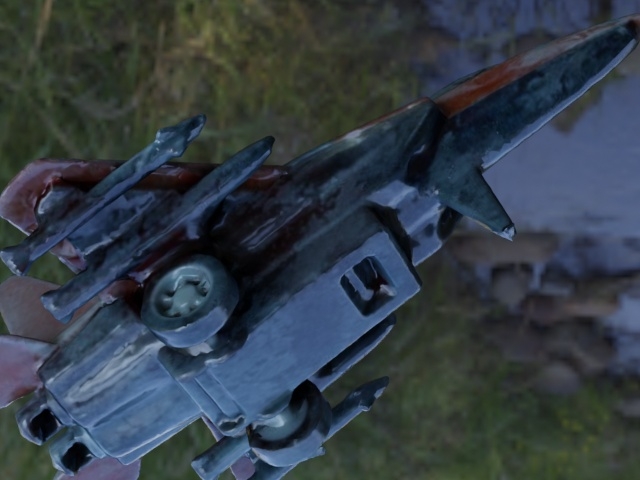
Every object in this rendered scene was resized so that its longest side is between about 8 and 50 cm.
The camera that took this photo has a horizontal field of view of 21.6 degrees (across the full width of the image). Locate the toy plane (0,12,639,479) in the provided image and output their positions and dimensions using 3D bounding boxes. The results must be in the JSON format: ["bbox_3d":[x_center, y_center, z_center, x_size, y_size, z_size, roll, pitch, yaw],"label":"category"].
[{"bbox_3d":[0.002,0.005,0.689,0.326,0.104,0.223,-29,133,6],"label":"toy plane"}]
